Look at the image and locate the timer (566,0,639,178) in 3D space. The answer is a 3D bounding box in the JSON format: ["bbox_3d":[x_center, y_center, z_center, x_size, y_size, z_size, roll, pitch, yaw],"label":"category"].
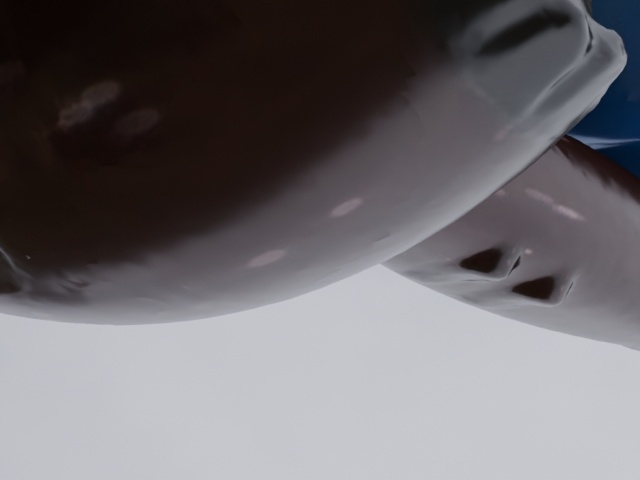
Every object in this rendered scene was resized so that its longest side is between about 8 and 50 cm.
[{"bbox_3d":[0.128,-0.109,0.702,0.309,0.340,0.115,13,-62,53],"label":"timer"}]

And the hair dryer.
[{"bbox_3d":[0.000,0.000,0.511,0.312,0.340,0.123,-19,-119,37],"label":"hair dryer"}]
